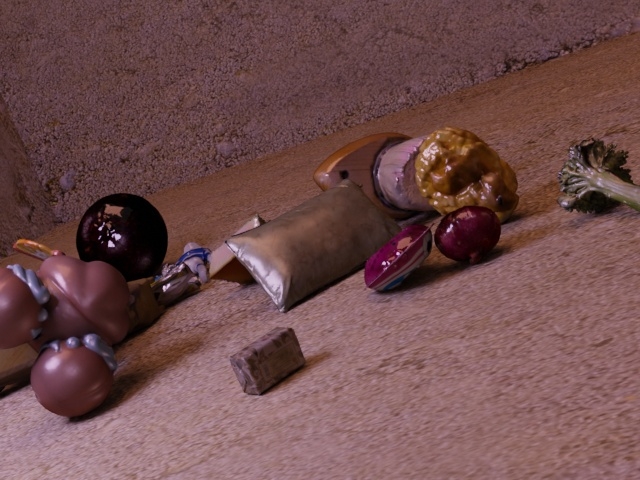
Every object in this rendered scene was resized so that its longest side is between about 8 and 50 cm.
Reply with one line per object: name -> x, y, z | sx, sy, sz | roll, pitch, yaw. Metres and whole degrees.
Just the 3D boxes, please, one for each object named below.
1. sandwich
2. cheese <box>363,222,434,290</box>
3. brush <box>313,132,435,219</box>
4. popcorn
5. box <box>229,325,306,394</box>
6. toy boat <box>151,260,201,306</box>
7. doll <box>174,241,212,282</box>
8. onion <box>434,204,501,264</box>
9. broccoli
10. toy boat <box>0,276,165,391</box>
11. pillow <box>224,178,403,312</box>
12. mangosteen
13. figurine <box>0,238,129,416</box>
sandwich -> -0.146, 0.027, 2.048 | 0.162, 0.058, 0.193 | -20, -23, 14
cheese -> 0.128, 0.026, 1.737 | 0.155, 0.062, 0.244 | -43, -2, 4
brush -> 0.130, -0.125, 2.089 | 0.267, 0.174, 0.166 | -4, 4, -28
popcorn -> 0.253, -0.104, 1.853 | 0.140, 0.194, 0.163 | -50, -11, -29
box -> -0.073, 0.166, 1.491 | 0.098, 0.062, 0.045 | -29, 15, -36
toy boat -> -0.345, 0.114, 2.212 | 0.210, 0.084, 0.066 | -33, 53, 0
doll -> -0.282, 0.054, 2.396 | 0.114, 0.057, 0.227 | -26, 20, 8
onion -> 0.231, -0.008, 1.676 | 0.107, 0.097, 0.107 | -16, -23, -7
broccoli -> 0.448, -0.080, 1.626 | 0.122, 0.118, 0.204 | 6, 17, -25
toy boat -> -0.512, 0.184, 2.080 | 0.445, 0.136, 0.162 | -21, 8, -19
pillow -> 0.000, 0.000, 1.921 | 0.302, 0.185, 0.075 | -28, -31, -27
mangosteen -> -0.463, 0.005, 2.591 | 0.228, 0.228, 0.265 | -18, -17, 16
figurine -> -0.443, 0.128, 1.814 | 0.248, 0.276, 0.388 | -48, 10, -15
